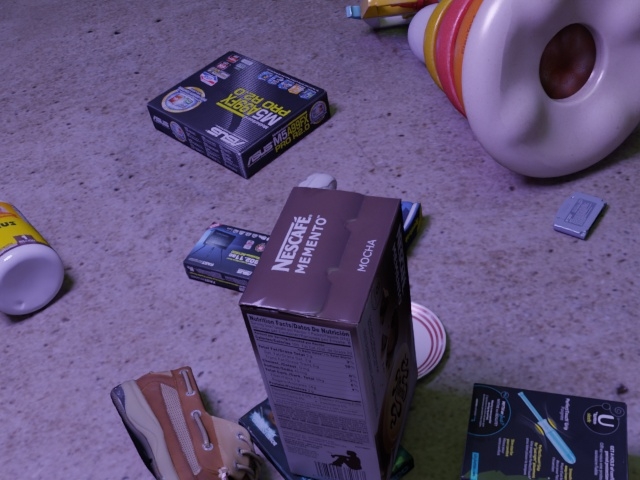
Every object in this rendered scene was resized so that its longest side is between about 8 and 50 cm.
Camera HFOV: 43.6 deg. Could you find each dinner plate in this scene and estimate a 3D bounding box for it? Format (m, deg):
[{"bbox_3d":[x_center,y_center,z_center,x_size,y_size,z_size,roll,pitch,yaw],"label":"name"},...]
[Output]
[{"bbox_3d":[0.094,0.135,1.050,0.141,0.017,0.141,-6,43,6],"label":"dinner plate"}]

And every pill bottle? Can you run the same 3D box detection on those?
[{"bbox_3d":[-0.489,0.013,1.226,0.117,0.117,0.215,-35,48,-23],"label":"pill bottle"}]

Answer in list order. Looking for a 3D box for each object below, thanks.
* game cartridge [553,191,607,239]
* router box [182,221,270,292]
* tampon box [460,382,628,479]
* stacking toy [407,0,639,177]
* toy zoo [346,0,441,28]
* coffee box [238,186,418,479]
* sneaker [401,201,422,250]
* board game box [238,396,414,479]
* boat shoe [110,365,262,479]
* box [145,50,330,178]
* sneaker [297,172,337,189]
[{"bbox_3d":[0.377,-0.038,1.172,0.056,0.017,0.083,25,54,28],"label":"game cartridge"},{"bbox_3d":[-0.130,0.026,1.195,0.122,0.038,0.092,12,49,23],"label":"router box"},{"bbox_3d":[0.236,0.238,0.851,0.160,0.101,0.120,5,46,16],"label":"tampon box"},{"bbox_3d":[0.289,-0.333,1.335,0.350,0.351,0.480,-23,29,-13],"label":"stacking toy"},{"bbox_3d":[0.196,-0.456,1.548,0.293,0.030,0.192,-6,2,6],"label":"toy zoo"},{"bbox_3d":[0.022,0.110,0.847,0.118,0.297,0.168,7,46,18],"label":"coffee box"},{"bbox_3d":[0.101,-0.009,1.175,0.059,0.053,0.144,14,41,24],"label":"sneaker"},{"bbox_3d":[0.003,0.240,0.953,0.126,0.026,0.186,-33,48,-21],"label":"board game box"},{"bbox_3d":[-0.128,0.251,0.904,0.119,0.123,0.324,-27,46,-20],"label":"boat shoe"},{"bbox_3d":[-0.150,-0.237,1.458,0.270,0.060,0.216,30,57,36],"label":"box"},{"bbox_3d":[0.000,0.000,1.173,0.115,0.090,0.232,11,56,13],"label":"sneaker"}]
